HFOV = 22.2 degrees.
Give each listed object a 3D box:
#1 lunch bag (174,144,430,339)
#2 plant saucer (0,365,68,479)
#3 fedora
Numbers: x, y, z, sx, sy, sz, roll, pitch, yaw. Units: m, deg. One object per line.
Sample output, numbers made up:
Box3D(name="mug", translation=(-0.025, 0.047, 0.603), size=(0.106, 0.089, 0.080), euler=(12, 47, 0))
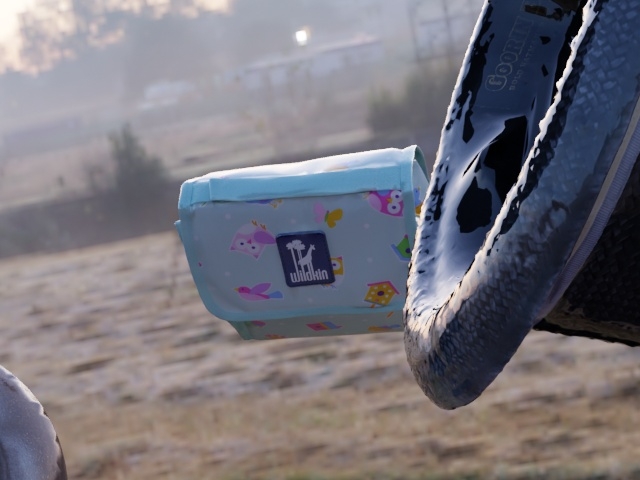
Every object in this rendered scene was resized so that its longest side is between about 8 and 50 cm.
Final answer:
Box3D(name="lunch bag", translation=(0.000, 0.000, 1.525), size=(0.223, 0.160, 0.262), euler=(-4, -18, 10))
Box3D(name="plant saucer", translation=(-0.245, 0.150, 0.935), size=(0.198, 0.198, 0.036), euler=(-10, -19, 2))
Box3D(name="fedora", translation=(0.155, -0.065, 0.709), size=(0.152, 0.334, 0.334), euler=(19, 3, -5))
